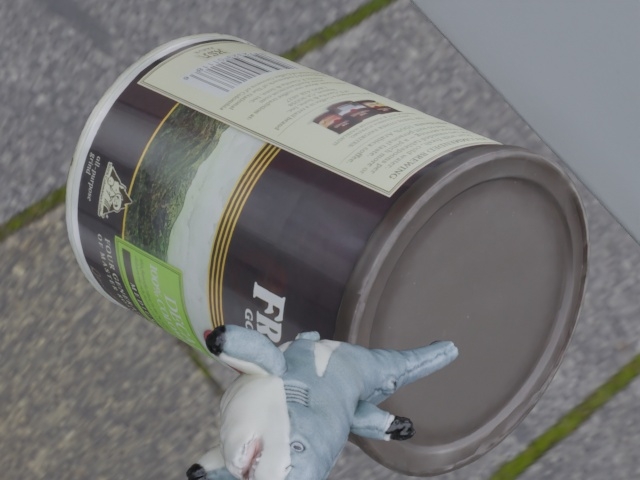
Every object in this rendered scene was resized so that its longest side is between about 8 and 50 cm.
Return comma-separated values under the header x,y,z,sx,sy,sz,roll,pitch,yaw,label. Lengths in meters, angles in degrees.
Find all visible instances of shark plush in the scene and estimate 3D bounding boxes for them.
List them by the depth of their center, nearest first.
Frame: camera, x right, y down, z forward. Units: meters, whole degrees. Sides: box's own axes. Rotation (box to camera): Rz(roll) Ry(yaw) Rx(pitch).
x,y,z,sx,sy,sz,roll,pitch,yaw,label
0.008,0.077,0.752,0.161,0.067,0.073,-1,110,-58,shark plush

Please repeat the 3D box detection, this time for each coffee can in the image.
x,y,z,sx,sy,sz,roll,pitch,yaw,label
0.000,0.000,1.112,0.201,0.275,0.202,-21,122,-36,coffee can

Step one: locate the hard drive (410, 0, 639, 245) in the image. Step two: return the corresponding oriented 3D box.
x,y,z,sx,sy,sz,roll,pitch,yaw,label
0.023,-0.109,0.302,0.040,0.203,0.307,-42,89,-15,hard drive
